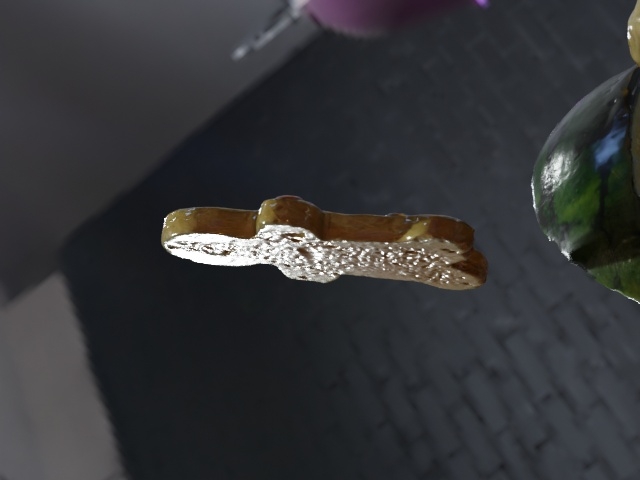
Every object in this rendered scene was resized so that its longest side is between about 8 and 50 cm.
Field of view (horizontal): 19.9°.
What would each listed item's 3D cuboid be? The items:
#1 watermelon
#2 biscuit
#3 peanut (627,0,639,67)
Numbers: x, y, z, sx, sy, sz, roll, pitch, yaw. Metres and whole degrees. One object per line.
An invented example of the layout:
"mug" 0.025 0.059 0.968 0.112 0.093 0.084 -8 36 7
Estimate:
"watermelon" 0.245 -0.059 1.421 0.129 0.123 0.301 46 -147 -5
"biscuit" 0.000 0.000 1.315 0.153 0.234 0.030 63 -148 -68
"peanut" 0.260 -0.151 1.156 0.089 0.089 0.193 49 161 -11
